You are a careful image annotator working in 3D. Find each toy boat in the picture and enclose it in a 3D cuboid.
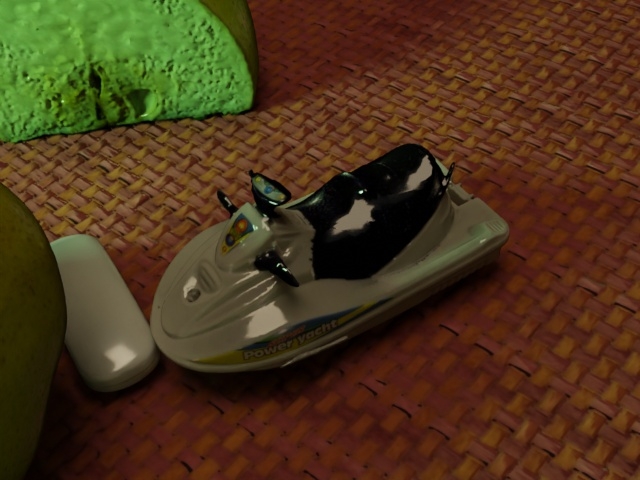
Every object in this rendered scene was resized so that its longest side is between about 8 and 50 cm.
[{"bbox_3d":[0.005,0.003,0.676,0.269,0.140,0.141,-17,44,-28],"label":"toy boat"}]

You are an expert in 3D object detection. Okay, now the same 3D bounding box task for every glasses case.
[{"bbox_3d":[-0.178,0.053,0.712,0.063,0.041,0.164,-26,47,-18],"label":"glasses case"}]

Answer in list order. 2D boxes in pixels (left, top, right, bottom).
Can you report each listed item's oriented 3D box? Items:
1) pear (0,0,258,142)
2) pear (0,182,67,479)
[{"bbox_3d":[-0.210,-0.234,0.862,0.292,0.292,0.159,-7,54,2],"label":"pear"},{"bbox_3d":[-0.307,0.071,0.553,0.294,0.294,0.294,-4,45,4],"label":"pear"}]
